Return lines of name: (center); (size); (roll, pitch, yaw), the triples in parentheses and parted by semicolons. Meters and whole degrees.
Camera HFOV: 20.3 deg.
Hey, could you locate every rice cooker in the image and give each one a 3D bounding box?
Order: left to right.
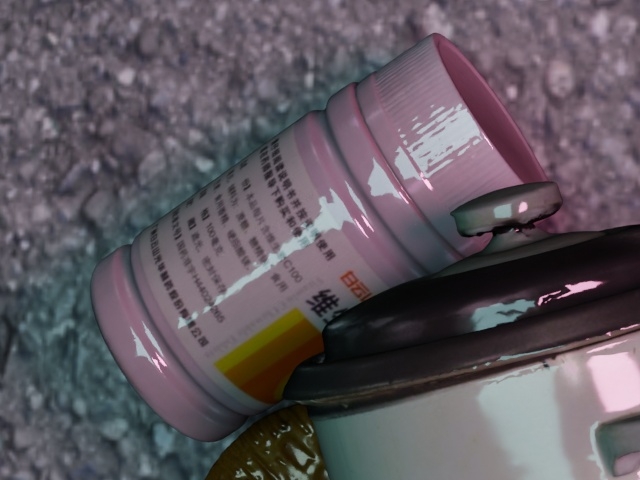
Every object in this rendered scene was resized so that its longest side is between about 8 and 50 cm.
rice cooker: (0.129, 0.117, 0.891); (0.264, 0.316, 0.317); (-15, 76, -19)

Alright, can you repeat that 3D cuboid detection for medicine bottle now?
medicine bottle: (0.000, 0.000, 1.028); (0.249, 0.133, 0.133); (-35, 73, 14)

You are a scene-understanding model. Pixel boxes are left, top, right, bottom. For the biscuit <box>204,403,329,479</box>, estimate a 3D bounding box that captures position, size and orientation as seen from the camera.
biscuit: (0.004, 0.187, 1.063); (0.187, 0.027, 0.188); (-2, 85, 22)
